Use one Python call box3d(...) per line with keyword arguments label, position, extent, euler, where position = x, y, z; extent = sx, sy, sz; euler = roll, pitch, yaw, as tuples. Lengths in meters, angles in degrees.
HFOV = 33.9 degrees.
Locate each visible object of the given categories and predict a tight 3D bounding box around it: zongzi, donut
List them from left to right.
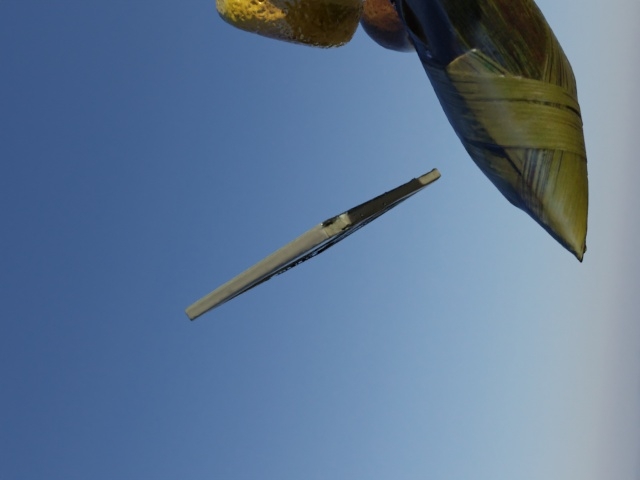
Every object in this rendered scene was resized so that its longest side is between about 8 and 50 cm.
box3d(label="donut", position=(-0.037, -0.278, 1.255), extent=(0.174, 0.190, 0.074), euler=(-69, -12, -71))
box3d(label="zongzi", position=(0.177, -0.149, 1.027), extent=(0.286, 0.138, 0.300), euler=(52, -161, -37))

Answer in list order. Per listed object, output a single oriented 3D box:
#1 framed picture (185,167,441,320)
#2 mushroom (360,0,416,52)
box3d(label="framed picture", position=(0.000, 0.000, 1.398), extent=(0.022, 0.247, 0.335), euler=(60, -147, 2))
box3d(label="mushroom", position=(0.175, -0.451, 1.821), extent=(0.254, 0.267, 0.267), euler=(69, -150, -67))
